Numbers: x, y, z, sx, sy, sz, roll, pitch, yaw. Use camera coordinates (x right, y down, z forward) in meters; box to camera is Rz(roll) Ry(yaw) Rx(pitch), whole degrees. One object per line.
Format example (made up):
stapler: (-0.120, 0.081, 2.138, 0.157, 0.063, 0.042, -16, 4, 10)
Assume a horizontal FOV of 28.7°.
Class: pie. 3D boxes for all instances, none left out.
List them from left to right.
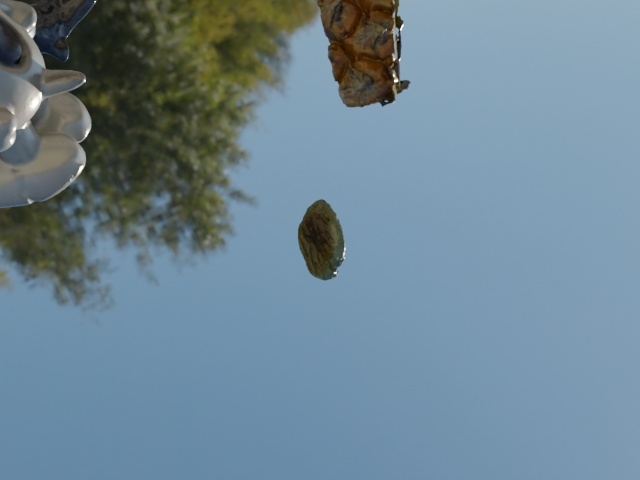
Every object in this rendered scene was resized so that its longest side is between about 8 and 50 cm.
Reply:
pie: (0.000, 0.000, 1.266, 0.020, 0.084, 0.084, -10, -166, -27)

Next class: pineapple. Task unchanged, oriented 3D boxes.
pineapple: (0.053, -0.250, 1.536, 0.114, 0.186, 0.236, -5, -112, 11)

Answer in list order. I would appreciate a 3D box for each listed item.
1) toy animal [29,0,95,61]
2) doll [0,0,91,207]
toy animal: (-0.375, -0.137, 1.077, 0.367, 0.206, 0.081, -1, -166, -33)
doll: (-0.212, -0.147, 0.663, 0.144, 0.208, 0.271, -7, 164, 9)
